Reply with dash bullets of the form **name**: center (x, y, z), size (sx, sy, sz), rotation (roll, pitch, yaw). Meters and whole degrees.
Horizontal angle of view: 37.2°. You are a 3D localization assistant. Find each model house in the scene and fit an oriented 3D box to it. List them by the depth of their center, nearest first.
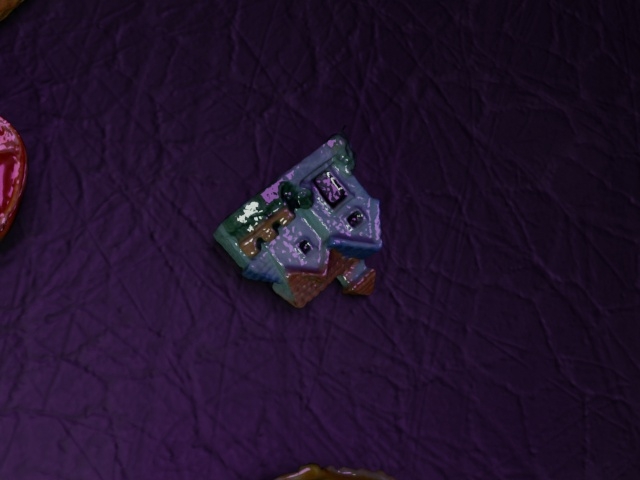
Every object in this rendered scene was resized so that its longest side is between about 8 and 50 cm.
- **model house**: center (0.000, 0.000, 0.895), size (0.148, 0.119, 0.149), rotation (-41, 95, -21)

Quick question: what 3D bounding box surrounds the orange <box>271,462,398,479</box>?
- **orange**: center (-0.031, 0.299, 0.731), size (0.334, 0.196, 0.262), rotation (-13, 38, -21)

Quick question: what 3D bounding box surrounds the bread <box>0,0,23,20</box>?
- **bread**: center (-0.321, -0.233, 0.913), size (0.052, 0.044, 0.157), rotation (37, 68, 5)

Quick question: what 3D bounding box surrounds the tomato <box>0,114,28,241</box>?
- **tomato**: center (-0.334, -0.055, 0.844), size (0.155, 0.069, 0.156), rotation (3, 76, -12)
